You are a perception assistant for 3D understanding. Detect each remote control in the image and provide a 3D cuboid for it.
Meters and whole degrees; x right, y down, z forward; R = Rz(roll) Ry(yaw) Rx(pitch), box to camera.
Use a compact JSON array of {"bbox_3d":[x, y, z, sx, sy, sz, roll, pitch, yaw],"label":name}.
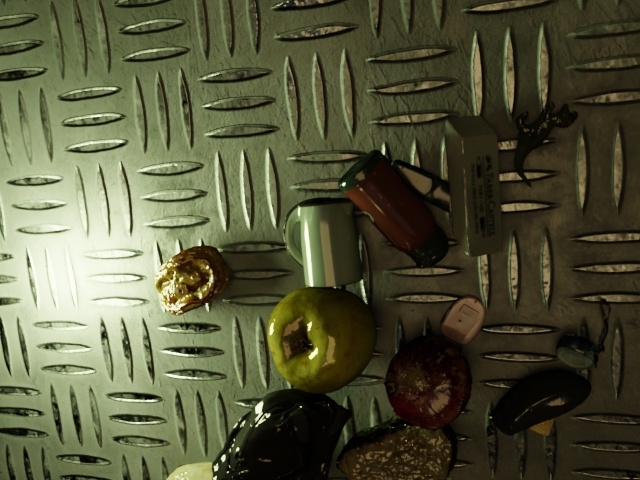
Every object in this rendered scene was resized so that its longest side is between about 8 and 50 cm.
[{"bbox_3d":[0.282,-0.146,1.564,0.222,0.042,0.072,30,106,9],"label":"remote control"}]

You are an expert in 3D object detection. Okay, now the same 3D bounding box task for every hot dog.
[{"bbox_3d":[-0.408,0.129,1.783,0.259,0.114,0.175,-31,90,19],"label":"hot dog"}]

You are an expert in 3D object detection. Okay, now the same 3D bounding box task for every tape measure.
[{"bbox_3d":[0.690,0.242,1.529,0.107,0.104,0.180,13,70,36],"label":"tape measure"}]

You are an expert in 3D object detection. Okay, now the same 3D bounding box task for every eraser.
[{"bbox_3d":[0.392,-0.140,1.490,0.111,0.077,0.353,-9,100,-18],"label":"eraser"}]

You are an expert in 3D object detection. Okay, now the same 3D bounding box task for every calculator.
[{"bbox_3d":[0.390,0.229,1.617,0.103,0.024,0.166,30,109,9],"label":"calculator"}]

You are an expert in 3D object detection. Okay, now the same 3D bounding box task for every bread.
[{"bbox_3d":[0.595,0.493,1.606,0.083,0.035,0.070,12,104,20],"label":"bread"}]

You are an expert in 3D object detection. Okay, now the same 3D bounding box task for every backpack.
[{"bbox_3d":[-0.102,0.585,1.640,0.255,0.363,0.446,54,134,39],"label":"backpack"}]

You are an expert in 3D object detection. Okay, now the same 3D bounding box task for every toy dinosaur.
[{"bbox_3d":[0.557,-0.243,1.442,0.187,0.087,0.179,-26,92,21],"label":"toy dinosaur"}]

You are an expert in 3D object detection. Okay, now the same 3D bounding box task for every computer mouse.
[{"bbox_3d":[0.568,0.410,1.542,0.269,0.137,0.086,-32,99,19],"label":"computer mouse"}]

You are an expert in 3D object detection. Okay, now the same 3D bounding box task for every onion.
[{"bbox_3d":[0.296,0.382,1.588,0.246,0.190,0.246,-9,70,27],"label":"onion"}]

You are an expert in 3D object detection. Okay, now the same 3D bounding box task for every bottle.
[{"bbox_3d":[0.202,-0.070,1.540,0.144,0.144,0.336,-38,102,19],"label":"bottle"}]

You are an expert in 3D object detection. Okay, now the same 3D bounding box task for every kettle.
[{"bbox_3d":[0.000,0.000,1.617,0.221,0.161,0.237,-3,98,27],"label":"kettle"}]

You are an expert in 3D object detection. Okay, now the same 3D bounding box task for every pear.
[{"bbox_3d":[0.012,0.270,1.601,0.303,0.304,0.304,3,102,16],"label":"pear"}]

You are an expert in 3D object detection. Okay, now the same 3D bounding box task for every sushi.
[{"bbox_3d":[0.220,0.619,1.669,0.350,0.171,0.211,-18,94,18],"label":"sushi"}]

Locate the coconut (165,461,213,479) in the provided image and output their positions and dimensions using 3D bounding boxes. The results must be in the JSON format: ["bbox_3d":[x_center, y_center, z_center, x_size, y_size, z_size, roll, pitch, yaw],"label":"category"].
[{"bbox_3d":[-0.344,0.902,1.799,0.415,0.344,0.416,3,99,18],"label":"coconut"}]

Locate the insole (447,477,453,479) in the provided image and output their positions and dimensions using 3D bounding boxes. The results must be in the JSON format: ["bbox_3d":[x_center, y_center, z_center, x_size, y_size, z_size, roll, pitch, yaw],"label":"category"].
[{"bbox_3d":[0.410,0.765,1.730,0.053,0.002,0.153,-32,91,19],"label":"insole"}]
